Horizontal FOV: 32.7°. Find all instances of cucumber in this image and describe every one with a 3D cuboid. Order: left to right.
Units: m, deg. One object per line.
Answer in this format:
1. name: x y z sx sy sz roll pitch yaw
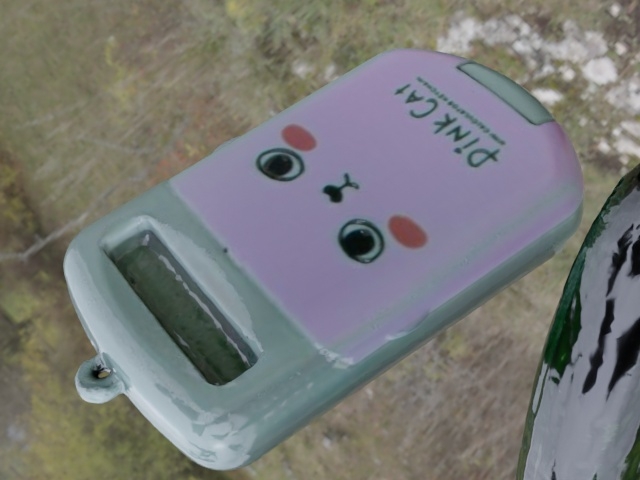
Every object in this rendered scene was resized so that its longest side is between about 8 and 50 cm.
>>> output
1. cucumber: 0.103 0.093 0.423 0.056 0.056 0.284 24 122 35

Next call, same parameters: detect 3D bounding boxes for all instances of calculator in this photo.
1. calculator: 0.000 0.000 0.484 0.141 0.246 0.045 46 160 35
